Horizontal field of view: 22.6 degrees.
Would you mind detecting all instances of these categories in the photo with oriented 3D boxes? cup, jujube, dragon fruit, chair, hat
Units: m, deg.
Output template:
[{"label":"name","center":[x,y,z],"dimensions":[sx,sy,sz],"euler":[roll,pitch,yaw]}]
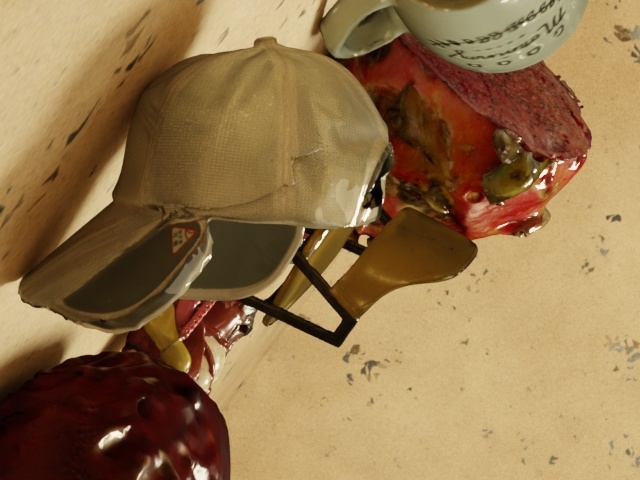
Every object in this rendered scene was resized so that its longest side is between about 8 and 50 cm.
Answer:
[{"label":"cup","center":[0.108,-0.238,1.453],"dimensions":[0.258,0.186,0.234],"euler":[-26,173,15]},{"label":"jujube","center":[-0.195,0.225,1.360],"dimensions":[0.258,0.258,0.377],"euler":[-54,-178,3]},{"label":"dragon fruit","center":[0.117,-0.094,1.737],"dimensions":[0.263,0.296,0.314],"euler":[-52,168,27]},{"label":"chair","center":[0.000,0.000,1.494],"dimensions":[0.172,0.247,0.159],"euler":[-55,174,35]},{"label":"hat","center":[-0.085,-0.032,1.106],"dimensions":[0.275,0.161,0.232],"euler":[-31,170,18]}]

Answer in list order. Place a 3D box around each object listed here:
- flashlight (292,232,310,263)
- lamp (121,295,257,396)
[{"label":"flashlight","center":[0.008,-0.074,2.032],"dimensions":[0.232,0.093,0.093],"euler":[-54,176,-33]},{"label":"lamp","center":[-0.166,0.135,1.668],"dimensions":[0.253,0.118,0.118],"euler":[-52,175,-37]}]
